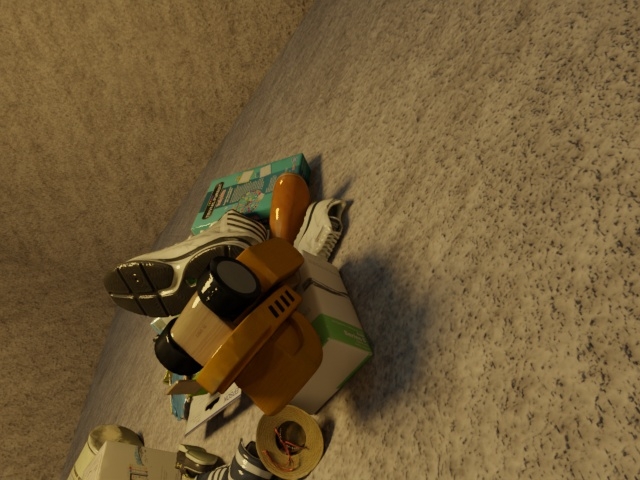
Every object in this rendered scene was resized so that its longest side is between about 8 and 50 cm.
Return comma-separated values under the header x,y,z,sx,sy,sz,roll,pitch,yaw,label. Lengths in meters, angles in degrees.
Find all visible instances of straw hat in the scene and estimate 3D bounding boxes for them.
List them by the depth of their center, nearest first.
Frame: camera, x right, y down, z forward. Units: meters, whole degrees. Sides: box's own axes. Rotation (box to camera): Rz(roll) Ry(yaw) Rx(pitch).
x,y,z,sx,sy,sz,roll,pitch,yaw,label
-0.054,0.376,0.822,0.145,0.144,0.061,-57,-12,11,straw hat

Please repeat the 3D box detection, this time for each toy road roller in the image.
x,y,z,sx,sy,sz,roll,pitch,yaw,label
-0.106,0.156,0.773,0.202,0.240,0.329,-51,-5,20,toy road roller

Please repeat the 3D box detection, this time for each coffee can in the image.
x,y,z,sx,sy,sz,roll,pitch,yaw,label
-0.799,0.851,1.540,0.275,0.201,0.201,-62,28,1,coffee can

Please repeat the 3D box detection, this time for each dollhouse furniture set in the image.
x,y,z,sx,sy,sz,roll,pitch,yaw,label
-0.362,0.240,1.148,0.197,0.151,0.302,-46,51,24,dollhouse furniture set

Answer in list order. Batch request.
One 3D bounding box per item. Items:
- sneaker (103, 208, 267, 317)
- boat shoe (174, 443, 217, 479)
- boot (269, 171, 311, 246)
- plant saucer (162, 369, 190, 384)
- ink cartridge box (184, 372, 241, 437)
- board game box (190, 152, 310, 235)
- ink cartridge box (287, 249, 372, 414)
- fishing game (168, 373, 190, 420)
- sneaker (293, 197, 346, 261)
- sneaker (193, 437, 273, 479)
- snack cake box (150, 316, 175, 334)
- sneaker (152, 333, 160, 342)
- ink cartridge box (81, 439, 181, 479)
x,y,z,sx,sy,sz,roll,pitch,yaw,label
-0.336,0.054,1.140,0.447,0.169,0.257,-13,23,17,sneaker
-0.328,0.584,1.105,0.227,0.081,0.069,-29,45,58,boat shoe
-0.088,-0.002,1.085,0.211,0.104,0.295,-83,0,-46,boot
-0.500,0.441,1.554,0.188,0.045,0.189,-18,51,54,plant saucer
-0.272,0.362,1.214,0.303,0.072,0.307,-42,36,32,ink cartridge box
-0.206,-0.129,1.315,0.335,0.079,0.254,-13,40,18,board game box
-0.029,0.184,0.896,0.198,0.114,0.273,-51,31,21,ink cartridge box
-0.446,0.478,1.356,0.264,0.041,0.189,-49,48,47,fishing game
0.000,0.000,1.049,0.094,0.090,0.235,-6,63,40,sneaker
-0.184,0.501,0.909,0.282,0.099,0.153,-20,44,57,sneaker
-0.462,0.263,1.441,0.089,0.152,0.264,-39,12,2,snack cake box
-0.631,0.407,1.800,0.234,0.084,0.097,-25,22,49,sneaker
-0.537,0.702,1.187,0.171,0.232,0.168,-52,29,21,ink cartridge box
